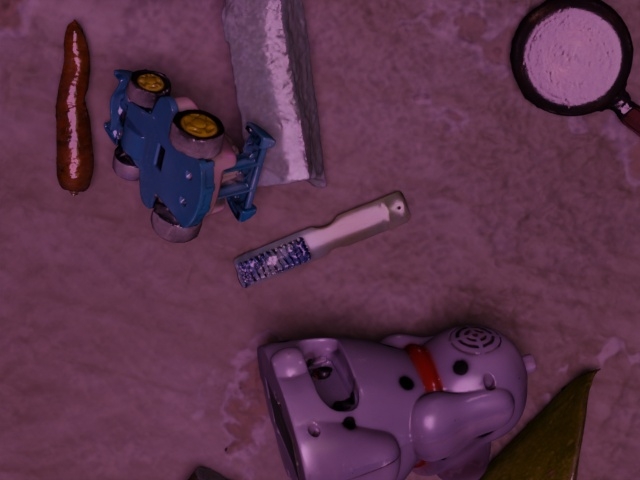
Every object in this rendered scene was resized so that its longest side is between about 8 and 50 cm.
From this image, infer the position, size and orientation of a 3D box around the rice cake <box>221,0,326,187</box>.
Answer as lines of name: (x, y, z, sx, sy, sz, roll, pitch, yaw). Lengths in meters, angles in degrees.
rice cake: (-0.043, -0.141, 1.391, 0.069, 0.063, 0.206, -1, 106, 19)

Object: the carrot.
carrot: (-0.231, -0.124, 1.413, 0.036, 0.035, 0.165, 0, 101, 0)

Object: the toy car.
toy car: (-0.124, -0.087, 1.386, 0.098, 0.161, 0.126, -13, 136, -34)

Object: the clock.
clock: (0.082, 0.156, 1.425, 0.254, 0.189, 0.188, -11, 103, -13)

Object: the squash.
squash: (0.233, 0.267, 1.454, 0.169, 0.093, 0.252, 44, 100, 8)

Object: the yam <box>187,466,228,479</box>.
yam: (-0.137, 0.286, 1.498, 0.054, 0.054, 0.132, 35, 100, -8)

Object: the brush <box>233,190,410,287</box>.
brush: (0.000, 0.000, 1.445, 0.178, 0.030, 0.033, -23, 92, 5)

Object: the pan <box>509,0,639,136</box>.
pan: (0.267, -0.136, 1.407, 0.212, 0.040, 0.115, 44, 105, -9)
